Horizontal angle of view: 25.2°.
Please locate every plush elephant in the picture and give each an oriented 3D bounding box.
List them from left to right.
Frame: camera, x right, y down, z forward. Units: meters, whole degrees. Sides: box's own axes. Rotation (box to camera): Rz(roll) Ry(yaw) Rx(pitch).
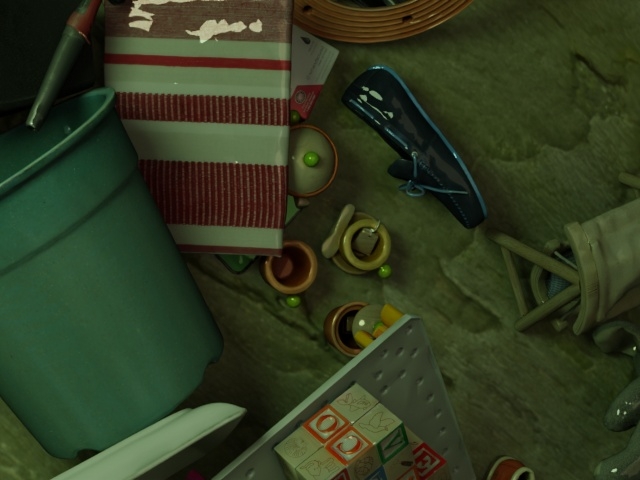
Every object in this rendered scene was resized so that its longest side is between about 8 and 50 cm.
[{"bbox_3d":[0.508,0.226,2.000,0.272,0.255,0.330,16,91,-10],"label":"plush elephant"}]

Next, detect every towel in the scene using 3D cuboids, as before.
[{"bbox_3d":[-0.155,-0.148,1.794,0.237,0.037,0.329,3,99,5],"label":"towel"}]

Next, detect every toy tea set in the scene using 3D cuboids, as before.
[{"bbox_3d":[0.000,0.000,1.864,0.336,0.124,0.200,46,75,-14],"label":"toy tea set"}]

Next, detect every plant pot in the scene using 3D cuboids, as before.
[{"bbox_3d":[-0.376,-0.236,1.721,0.167,0.188,0.187,-7,91,-33],"label":"plant pot"},{"bbox_3d":[-0.301,0.050,1.675,0.341,0.341,0.334,-36,109,-17],"label":"plant pot"}]

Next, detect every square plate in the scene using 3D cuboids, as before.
[{"bbox_3d":[-0.266,0.292,1.667,0.347,0.344,0.049,-27,82,-18],"label":"square plate"}]

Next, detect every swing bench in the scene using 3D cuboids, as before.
[{"bbox_3d":[0.405,0.014,1.946,0.253,0.255,0.165,-21,96,-19],"label":"swing bench"}]

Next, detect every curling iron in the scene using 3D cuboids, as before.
[{"bbox_3d":[-0.274,-0.239,1.680,0.068,0.035,0.274,46,55,-34],"label":"curling iron"}]

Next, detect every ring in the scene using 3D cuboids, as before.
[{"bbox_3d":[0.077,-0.383,1.806,0.336,0.336,0.032,7,47,-19],"label":"ring"}]

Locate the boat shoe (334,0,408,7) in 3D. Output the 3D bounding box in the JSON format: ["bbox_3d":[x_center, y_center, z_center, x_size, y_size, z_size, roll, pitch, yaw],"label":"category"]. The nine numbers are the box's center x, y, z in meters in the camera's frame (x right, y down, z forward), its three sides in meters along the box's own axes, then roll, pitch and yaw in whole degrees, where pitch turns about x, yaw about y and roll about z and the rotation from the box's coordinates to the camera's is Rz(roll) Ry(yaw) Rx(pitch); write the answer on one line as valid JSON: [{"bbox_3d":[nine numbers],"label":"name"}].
[{"bbox_3d":[0.041,-0.348,1.918,0.206,0.075,0.065,23,81,-24],"label":"boat shoe"}]

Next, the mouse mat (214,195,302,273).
[{"bbox_3d":[-0.123,-0.069,1.891,0.189,0.007,0.152,47,75,-14],"label":"mouse mat"}]

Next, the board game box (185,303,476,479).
[{"bbox_3d":[0.008,0.316,1.798,0.390,0.050,0.390,-39,138,-16],"label":"board game box"}]

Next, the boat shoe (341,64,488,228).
[{"bbox_3d":[0.123,-0.114,1.943,0.089,0.109,0.258,-37,85,-9],"label":"boat shoe"}]

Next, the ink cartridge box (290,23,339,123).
[{"bbox_3d":[-0.069,-0.235,1.882,0.150,0.063,0.109,28,80,-17],"label":"ink cartridge box"}]

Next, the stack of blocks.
[{"bbox_3d":[0.068,0.309,1.742,0.171,0.087,0.297,-37,138,-18],"label":"stack of blocks"}]

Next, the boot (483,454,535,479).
[{"bbox_3d":[0.246,0.376,1.976,0.059,0.084,0.158,24,83,-19],"label":"boot"}]

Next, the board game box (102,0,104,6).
[{"bbox_3d":[-0.217,-0.381,1.810,0.165,0.042,0.243,-19,97,5],"label":"board game box"}]
